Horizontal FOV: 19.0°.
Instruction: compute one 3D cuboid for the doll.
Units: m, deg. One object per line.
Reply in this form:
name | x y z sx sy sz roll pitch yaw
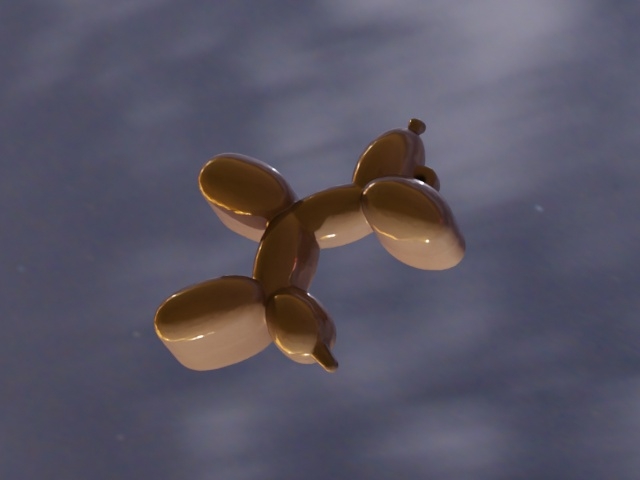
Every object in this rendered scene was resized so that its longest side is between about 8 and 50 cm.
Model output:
doll | 0.000 0.000 1.045 0.160 0.059 0.161 2 -122 25
